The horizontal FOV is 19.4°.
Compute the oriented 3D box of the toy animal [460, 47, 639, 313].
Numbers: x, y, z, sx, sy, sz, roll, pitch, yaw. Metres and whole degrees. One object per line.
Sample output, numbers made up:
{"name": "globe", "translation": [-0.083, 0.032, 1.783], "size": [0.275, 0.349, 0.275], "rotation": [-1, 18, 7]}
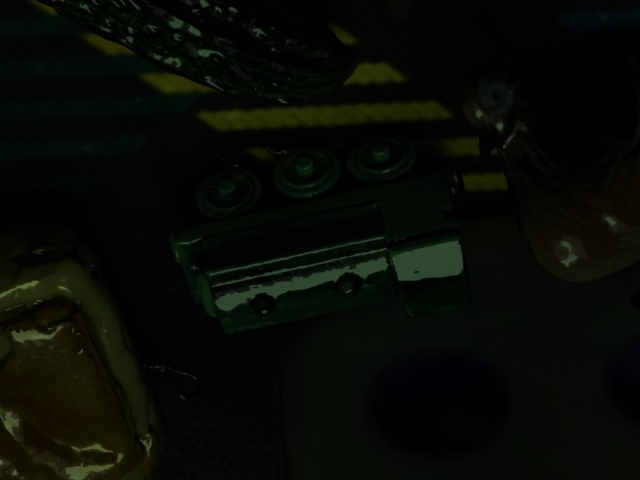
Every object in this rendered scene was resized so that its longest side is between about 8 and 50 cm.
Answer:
{"name": "toy animal", "translation": [0.158, -0.054, 1.008], "size": [0.179, 0.188, 0.089], "rotation": [47, 144, -14]}

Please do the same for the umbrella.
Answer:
{"name": "umbrella", "translation": [-0.138, 0.063, 1.155], "size": [0.148, 0.022, 0.022], "rotation": [27, 163, -21]}

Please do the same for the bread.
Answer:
{"name": "bread", "translation": [-0.220, 0.091, 1.098], "size": [0.235, 0.099, 0.210], "rotation": [-8, 135, 8]}

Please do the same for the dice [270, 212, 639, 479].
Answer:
{"name": "dice", "translation": [0.132, 0.171, 1.101], "size": [0.304, 0.304, 0.277], "rotation": [-6, 136, -3]}

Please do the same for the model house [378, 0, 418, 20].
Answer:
{"name": "model house", "translation": [-0.021, -0.193, 0.849], "size": [0.205, 0.218, 0.279], "rotation": [-49, 172, -12]}

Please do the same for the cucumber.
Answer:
{"name": "cucumber", "translation": [-0.094, -0.130, 0.924], "size": [0.265, 0.077, 0.077], "rotation": [30, 124, -34]}

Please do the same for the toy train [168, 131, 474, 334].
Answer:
{"name": "toy train", "translation": [0.000, 0.000, 1.046], "size": [0.170, 0.111, 0.071], "rotation": [-12, 132, 3]}
